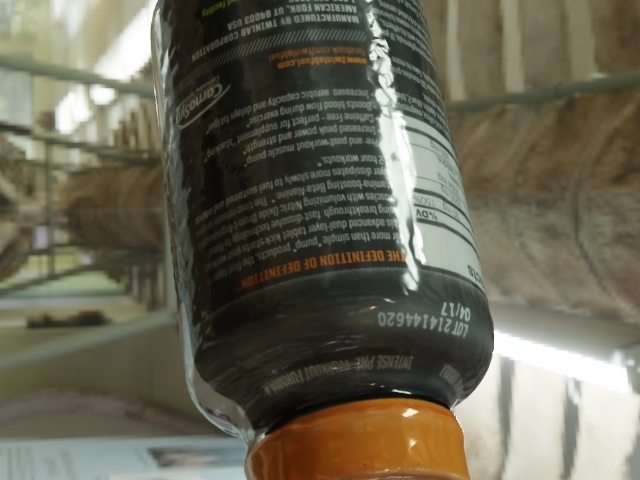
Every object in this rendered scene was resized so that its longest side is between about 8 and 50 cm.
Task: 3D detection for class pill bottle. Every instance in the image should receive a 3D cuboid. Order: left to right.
[{"bbox_3d":[0.000,0.000,0.582,0.130,0.130,0.245,113,-28,-58],"label":"pill bottle"}]
